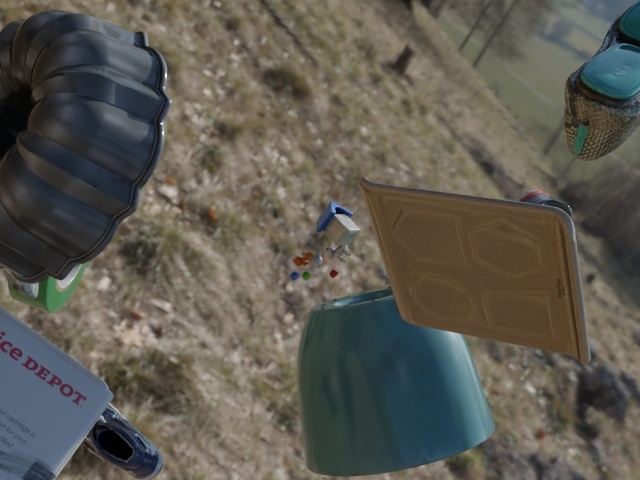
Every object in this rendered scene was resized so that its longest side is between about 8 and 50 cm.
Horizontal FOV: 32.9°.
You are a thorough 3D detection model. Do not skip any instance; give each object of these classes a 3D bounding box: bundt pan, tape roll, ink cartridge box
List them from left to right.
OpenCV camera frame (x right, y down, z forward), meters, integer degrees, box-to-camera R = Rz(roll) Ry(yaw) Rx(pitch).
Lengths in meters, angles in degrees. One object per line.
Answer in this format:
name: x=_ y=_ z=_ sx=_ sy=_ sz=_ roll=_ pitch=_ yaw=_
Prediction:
ink cartridge box: x=-0.419 y=0.241 z=1.226 sx=0.223 sy=0.129 sz=0.307 roll=37 pitch=60 yaw=-5
bundt pan: x=-0.329 y=-0.124 z=1.244 sx=0.124 sy=0.331 sz=0.331 roll=29 pitch=17 yaw=-45
tape roll: x=-0.470 y=-0.030 z=1.989 sx=0.077 sy=0.321 sz=0.321 roll=20 pitch=21 yaw=1

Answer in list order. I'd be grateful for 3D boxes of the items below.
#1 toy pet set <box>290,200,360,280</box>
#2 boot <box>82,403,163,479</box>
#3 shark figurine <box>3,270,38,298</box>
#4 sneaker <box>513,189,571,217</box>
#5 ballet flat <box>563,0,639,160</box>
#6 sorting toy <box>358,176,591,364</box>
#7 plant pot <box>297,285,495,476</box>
toy pet set: x=0.000 y=0.000 z=1.729 sx=0.065 sy=0.114 sz=0.122 roll=47 pitch=24 yaw=25
boot: x=-0.301 y=0.256 z=1.485 sx=0.190 sy=0.069 sz=0.086 roll=27 pitch=-15 yaw=26
shark figurine: x=-0.457 y=-0.044 z=1.709 sx=0.166 sy=0.116 sz=0.278 roll=34 pitch=53 yaw=-9
sneaker: x=0.217 y=-0.010 z=1.208 sx=0.158 sy=0.061 sz=0.065 roll=-34 pitch=27 yaw=-25
ballet flat: x=0.535 y=-0.282 z=1.831 sx=0.164 sy=0.182 sz=0.483 roll=31 pitch=49 yaw=21
sorting toy: x=0.145 y=0.023 z=0.991 sx=0.208 sy=0.193 sz=0.038 roll=13 pitch=52 yaw=30
plant pot: x=0.094 y=0.197 z=1.639 sx=0.293 sy=0.293 sz=0.235 roll=-18 pitch=96 yaw=-64
